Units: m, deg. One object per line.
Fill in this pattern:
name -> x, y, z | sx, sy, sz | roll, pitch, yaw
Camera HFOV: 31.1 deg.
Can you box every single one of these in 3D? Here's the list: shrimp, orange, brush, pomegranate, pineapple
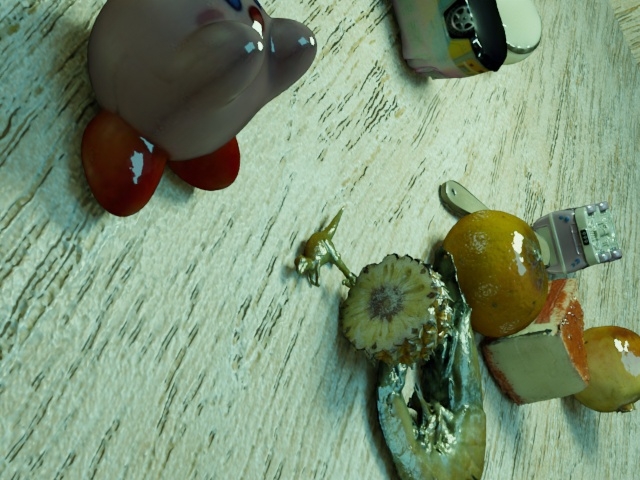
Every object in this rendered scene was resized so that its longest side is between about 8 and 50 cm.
shrimp -> 0.167, 0.199, 1.792 | 0.272, 0.085, 0.445 | 33, 51, -41
orange -> 0.309, 0.056, 2.007 | 0.224, 0.170, 0.224 | 32, 50, -46
brush -> 0.325, -0.024, 2.205 | 0.327, 0.065, 0.070 | 30, 55, -37
pomegranate -> 0.589, 0.266, 2.366 | 0.191, 0.191, 0.191 | 36, 45, -47
pineapple -> 0.127, 0.118, 1.676 | 0.137, 0.161, 0.176 | 45, 17, -44

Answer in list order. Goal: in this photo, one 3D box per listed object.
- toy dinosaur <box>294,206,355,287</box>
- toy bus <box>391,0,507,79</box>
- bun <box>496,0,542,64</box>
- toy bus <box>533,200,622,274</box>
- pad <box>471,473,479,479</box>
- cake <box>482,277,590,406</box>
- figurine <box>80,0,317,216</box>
toy dinosaur -> 0.000, 0.000, 1.646 | 0.126, 0.039, 0.162 | 32, 47, -47
toy bus -> 0.216, -0.480, 2.149 | 0.171, 0.162, 0.387 | -2, 76, -58
bun -> 0.383, -0.454, 2.465 | 0.172, 0.120, 0.173 | 10, 69, -29
toy bus -> 0.560, -0.006, 2.496 | 0.202, 0.142, 0.142 | -9, 82, -60
pad -> 0.334, 0.509, 1.696 | 0.220, 0.004, 0.330 | 48, 9, -40
cake -> 0.421, 0.189, 2.139 | 0.160, 0.158, 0.262 | 68, 29, -13
figurine -> -0.168, -0.195, 1.318 | 0.211, 0.261, 0.269 | 46, 29, 11
